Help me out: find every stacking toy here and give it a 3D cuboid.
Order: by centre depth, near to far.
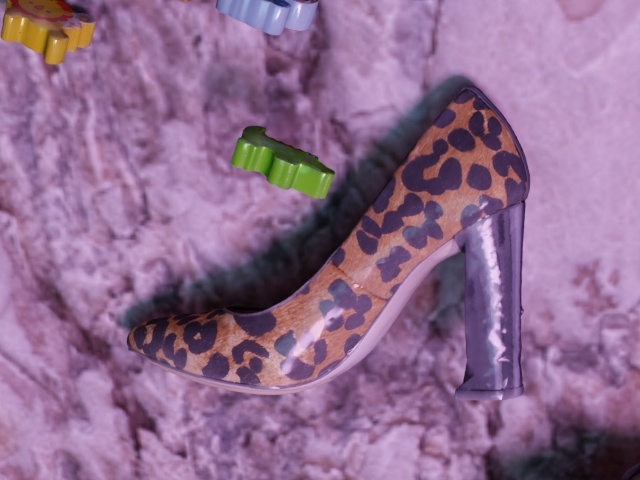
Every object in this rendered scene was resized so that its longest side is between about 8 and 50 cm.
[{"bbox_3d":[-0.062,-0.144,0.726,0.221,0.052,0.167,28,120,11],"label":"stacking toy"}]

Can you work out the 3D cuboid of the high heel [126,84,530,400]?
[{"bbox_3d":[0.000,0.000,0.836,0.261,0.093,0.186,0,95,16],"label":"high heel"}]

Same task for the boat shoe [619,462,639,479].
[{"bbox_3d":[0.210,0.229,0.833,0.500,0.187,0.156,-32,102,37],"label":"boat shoe"}]
